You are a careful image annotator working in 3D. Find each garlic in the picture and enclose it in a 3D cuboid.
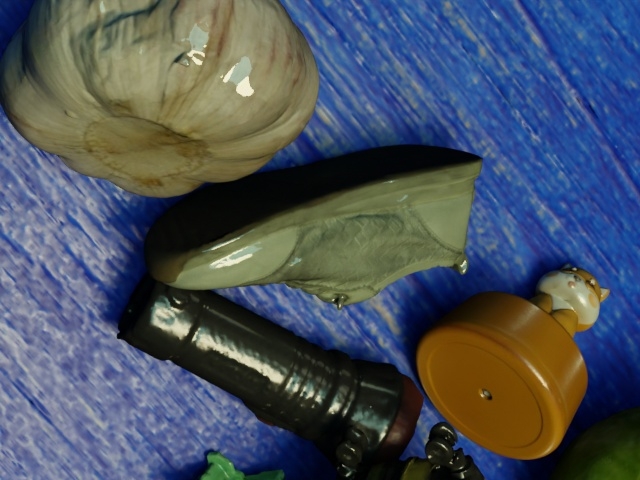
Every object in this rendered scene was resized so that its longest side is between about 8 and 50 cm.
[{"bbox_3d":[-0.106,-0.152,1.366,0.219,0.218,0.212,14,61,-22],"label":"garlic"}]

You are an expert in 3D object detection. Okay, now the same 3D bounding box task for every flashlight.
[{"bbox_3d":[-0.039,0.095,1.468,0.232,0.093,0.093,27,88,-18],"label":"flashlight"}]

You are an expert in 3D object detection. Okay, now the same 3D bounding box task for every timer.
[{"bbox_3d":[0.167,0.072,1.535,0.152,0.132,0.132,-45,111,-34],"label":"timer"}]

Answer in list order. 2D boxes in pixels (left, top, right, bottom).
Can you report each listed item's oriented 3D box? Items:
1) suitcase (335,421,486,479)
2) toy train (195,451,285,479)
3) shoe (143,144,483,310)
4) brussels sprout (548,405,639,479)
[{"bbox_3d":[0.052,0.273,1.423,0.143,0.194,0.235,-3,127,22],"label":"suitcase"},{"bbox_3d":[-0.044,0.236,1.486,0.081,0.099,0.149,-2,112,21],"label":"toy train"},{"bbox_3d":[0.000,0.000,1.451,0.275,0.103,0.098,-13,106,-25],"label":"shoe"},{"bbox_3d":[0.289,0.223,1.537,0.244,0.244,0.244,-3,99,-20],"label":"brussels sprout"}]
